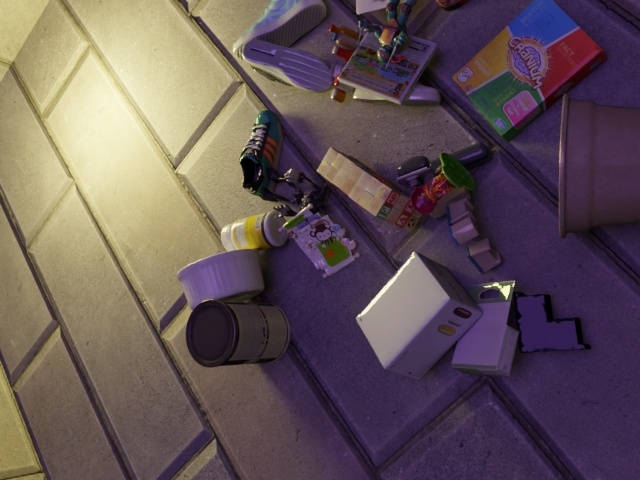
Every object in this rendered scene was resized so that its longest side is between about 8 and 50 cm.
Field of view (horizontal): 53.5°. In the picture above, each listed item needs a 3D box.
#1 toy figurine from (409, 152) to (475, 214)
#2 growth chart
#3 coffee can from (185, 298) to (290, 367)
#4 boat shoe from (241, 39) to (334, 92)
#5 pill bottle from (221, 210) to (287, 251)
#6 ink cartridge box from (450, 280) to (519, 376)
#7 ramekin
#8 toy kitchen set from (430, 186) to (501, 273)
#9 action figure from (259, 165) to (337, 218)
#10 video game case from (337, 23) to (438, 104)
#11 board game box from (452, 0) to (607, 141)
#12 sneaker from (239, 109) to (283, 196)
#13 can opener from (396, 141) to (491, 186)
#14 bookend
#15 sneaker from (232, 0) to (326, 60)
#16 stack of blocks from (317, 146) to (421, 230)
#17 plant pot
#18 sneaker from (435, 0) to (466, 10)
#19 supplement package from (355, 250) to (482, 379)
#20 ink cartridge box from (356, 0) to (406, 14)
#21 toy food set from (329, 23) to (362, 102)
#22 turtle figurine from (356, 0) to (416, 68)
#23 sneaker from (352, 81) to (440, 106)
[{"bbox_3d":[0.306,-0.130,1.691,0.130,0.173,0.159,47,118,2],"label":"toy figurine"},{"bbox_3d":[0.000,0.000,1.976,0.237,0.021,0.172,48,116,3],"label":"growth chart"},{"bbox_3d":[-0.253,0.291,1.998,0.202,0.275,0.201,-5,80,34],"label":"coffee can"},{"bbox_3d":[-0.099,-0.574,2.118,0.335,0.119,0.121,28,86,14],"label":"boat shoe"},{"bbox_3d":[-0.222,-0.023,2.116,0.209,0.119,0.119,-11,77,33],"label":"pill bottle"},{"bbox_3d":[0.434,0.227,1.639,0.171,0.056,0.235,-16,50,60],"label":"ink cartridge box"},{"bbox_3d":[-0.317,0.135,2.072,0.277,0.277,0.135,-25,77,29],"label":"ramekin"},{"bbox_3d":[0.392,-0.026,1.741,0.122,0.166,0.207,-30,31,27],"label":"toy kitchen set"},{"bbox_3d":[-0.085,-0.142,2.031,0.276,0.141,0.164,23,95,37],"label":"action figure"},{"bbox_3d":[0.194,-0.516,1.851,0.227,0.026,0.206,28,82,28],"label":"video game case"},{"bbox_3d":[0.548,-0.459,1.694,0.316,0.064,0.242,-43,63,22],"label":"board game box"},{"bbox_3d":[-0.206,-0.303,2.143,0.108,0.121,0.302,-2,82,33],"label":"sneaker"},{"bbox_3d":[0.338,-0.219,1.795,0.280,0.074,0.093,-16,74,31],"label":"can opener"},{"bbox_3d":[0.572,0.197,1.579,0.156,0.072,0.157,-12,77,33],"label":"bookend"},{"bbox_3d":[-0.148,-0.749,2.175,0.366,0.135,0.150,-23,63,20],"label":"sneaker"},{"bbox_3d":[0.145,-0.152,1.854,0.297,0.171,0.087,42,106,42],"label":"stack of blocks"},{"bbox_3d":[0.704,-0.168,1.423,0.306,0.334,0.333,1,84,23],"label":"plant pot"},{"bbox_3d":[0.427,-0.758,1.768,0.270,0.145,0.090,-30,68,27],"label":"sneaker"},{"bbox_3d":[0.259,0.204,1.710,0.262,0.145,0.204,-51,38,18],"label":"supplement package"},{"bbox_3d":[0.224,-0.851,1.933,0.207,0.119,0.353,-1,82,32],"label":"ink cartridge box"},{"bbox_3d":[0.060,-0.559,1.984,0.111,0.105,0.232,18,91,69],"label":"toy food set"},{"bbox_3d":[0.194,-0.598,1.799,0.175,0.118,0.234,23,95,31],"label":"turtle figurine"},{"bbox_3d":[0.233,-0.490,1.884,0.293,0.108,0.169,15,95,36],"label":"sneaker"}]
